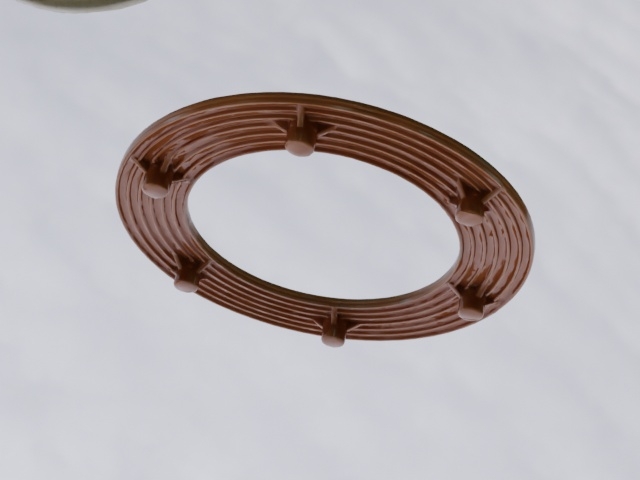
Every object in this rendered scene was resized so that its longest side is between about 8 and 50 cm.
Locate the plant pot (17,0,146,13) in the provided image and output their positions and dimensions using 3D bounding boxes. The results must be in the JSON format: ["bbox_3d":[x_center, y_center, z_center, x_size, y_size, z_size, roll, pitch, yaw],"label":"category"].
[{"bbox_3d":[-0.235,-0.399,1.221,0.334,0.334,0.305,37,177,13],"label":"plant pot"}]

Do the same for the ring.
[{"bbox_3d":[0.000,0.000,1.141,0.336,0.336,0.032,18,-122,-11],"label":"ring"}]
